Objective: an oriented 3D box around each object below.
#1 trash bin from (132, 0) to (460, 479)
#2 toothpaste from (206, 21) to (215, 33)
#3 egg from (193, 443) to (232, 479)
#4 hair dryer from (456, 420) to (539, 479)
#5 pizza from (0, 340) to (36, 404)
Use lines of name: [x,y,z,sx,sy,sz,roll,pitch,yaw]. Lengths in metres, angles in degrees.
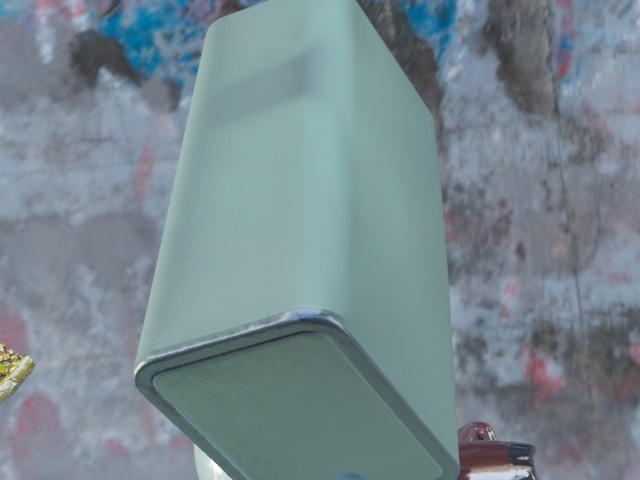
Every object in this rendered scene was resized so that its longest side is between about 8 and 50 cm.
trash bin: [0.000,0.000,1.183,0.158,0.343,0.223,-16,136,24]
toothpaste: [-0.037,-0.144,1.613,0.033,0.052,0.218,-45,77,6]
egg: [0.005,0.250,1.846,0.276,0.276,0.389,-19,153,19]
hair dryer: [0.087,0.249,1.548,0.312,0.340,0.123,-20,95,16]
pizza: [-0.257,0.099,1.172,0.083,0.078,0.025,-41,133,-2]
